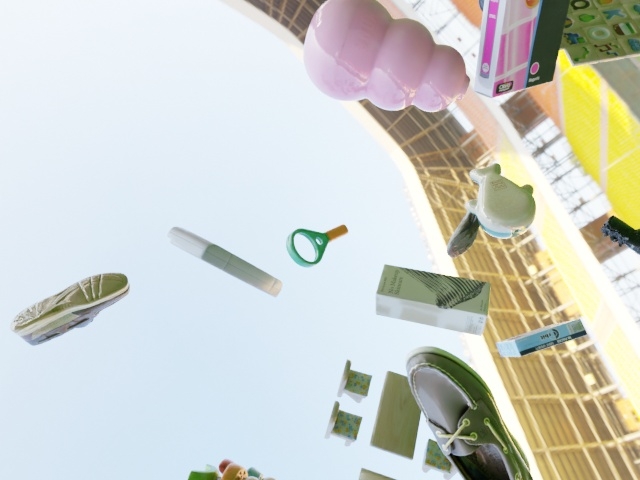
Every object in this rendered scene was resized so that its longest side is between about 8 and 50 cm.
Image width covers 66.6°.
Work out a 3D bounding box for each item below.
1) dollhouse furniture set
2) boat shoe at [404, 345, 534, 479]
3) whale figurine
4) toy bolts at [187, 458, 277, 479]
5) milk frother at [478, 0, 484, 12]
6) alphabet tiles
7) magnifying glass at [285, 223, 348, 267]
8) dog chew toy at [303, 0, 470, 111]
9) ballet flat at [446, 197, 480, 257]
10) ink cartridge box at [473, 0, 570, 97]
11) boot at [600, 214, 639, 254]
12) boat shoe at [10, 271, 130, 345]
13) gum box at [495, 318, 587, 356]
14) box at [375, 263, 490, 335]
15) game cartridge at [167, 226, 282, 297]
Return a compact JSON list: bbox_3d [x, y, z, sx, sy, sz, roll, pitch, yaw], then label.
[{"bbox_3d":[0.195,0.516,1.259,0.362,0.257,0.394,17,-129,7],"label":"dollhouse furniture set"},{"bbox_3d":[0.244,0.318,0.801,0.324,0.116,0.097,55,-152,-11],"label":"boat shoe"},{"bbox_3d":[0.572,-0.123,1.563,0.141,0.216,0.272,66,-172,-52],"label":"whale figurine"},{"bbox_3d":[-0.189,0.609,1.115,0.228,0.158,0.218,35,-121,-73],"label":"toy bolts"},{"bbox_3d":[0.435,-0.534,1.033,0.129,0.143,0.135,48,-119,-28],"label":"milk frother"},{"bbox_3d":[0.652,-0.518,1.132,0.011,0.342,0.285,75,-172,-57],"label":"alphabet tiles"},{"bbox_3d":[0.000,0.000,1.148,0.231,0.026,0.092,-25,-97,-55],"label":"magnifying glass"},{"bbox_3d":[0.137,-0.360,0.984,0.331,0.207,0.207,21,-145,5],"label":"dog chew toy"},{"bbox_3d":[0.513,-0.052,1.691,0.084,0.250,0.058,20,-163,-29],"label":"ballet flat"},{"bbox_3d":[0.397,-0.473,0.926,0.175,0.371,0.069,-19,-144,-19],"label":"ink cartridge box"},{"bbox_3d":[0.721,-0.024,1.141,0.099,0.045,0.121,39,-129,22],"label":"boot"},{"bbox_3d":[-0.606,0.171,1.211,0.285,0.092,0.103,-26,-139,-13],"label":"boat shoe"},{"bbox_3d":[0.524,0.238,1.174,0.184,0.156,0.041,62,-171,-74],"label":"gum box"},{"bbox_3d":[0.284,0.149,1.247,0.275,0.094,0.113,9,-132,14],"label":"box"},{"bbox_3d":[-0.233,0.061,1.259,0.196,0.060,0.294,27,173,40],"label":"game cartridge"}]
